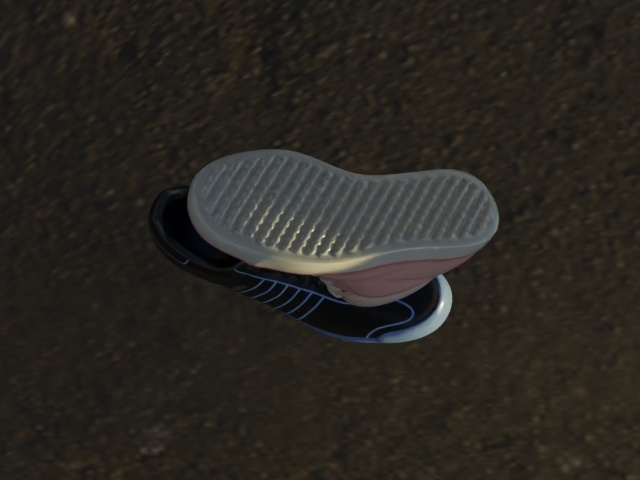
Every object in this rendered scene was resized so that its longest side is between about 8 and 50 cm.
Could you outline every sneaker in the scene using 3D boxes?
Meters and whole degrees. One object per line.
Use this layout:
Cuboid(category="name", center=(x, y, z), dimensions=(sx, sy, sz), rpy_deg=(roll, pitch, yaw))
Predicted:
Cuboid(category="sneaker", center=(0.000, 0.000, 0.760), dimensions=(0.134, 0.070, 0.051), rpy_deg=(2, 66, -27))
Cuboid(category="sneaker", center=(-0.019, 0.016, 1.373), dimensions=(0.232, 0.090, 0.081), rpy_deg=(14, 80, 11))
